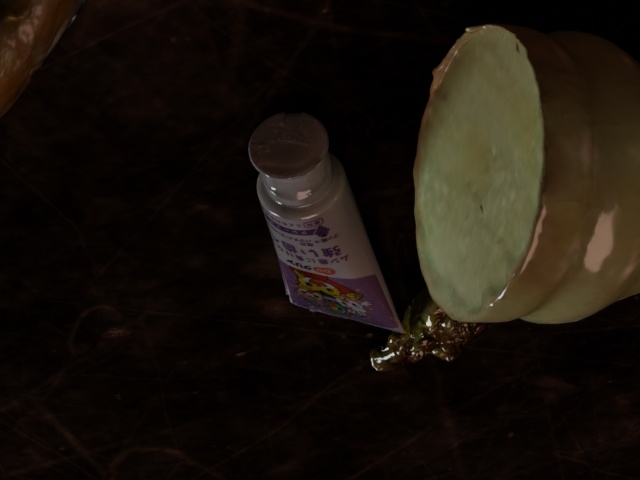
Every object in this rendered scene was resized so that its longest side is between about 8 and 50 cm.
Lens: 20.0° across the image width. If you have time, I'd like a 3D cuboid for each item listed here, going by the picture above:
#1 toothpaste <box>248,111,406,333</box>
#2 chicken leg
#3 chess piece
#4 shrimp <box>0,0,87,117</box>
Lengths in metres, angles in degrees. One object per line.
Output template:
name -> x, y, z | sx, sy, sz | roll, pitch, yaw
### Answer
toothpaste -> 0.000, 0.000, 1.566 | 0.114, 0.073, 0.299 | 12, 152, 18
chicken leg -> 0.095, 0.088, 1.711 | 0.070, 0.093, 0.178 | 41, 147, -7
chess piece -> 0.315, -0.044, 1.451 | 0.442, 0.234, 0.234 | 2, 145, -21
shrimp -> -0.216, -0.241, 1.095 | 0.272, 0.085, 0.445 | -25, 137, -40
